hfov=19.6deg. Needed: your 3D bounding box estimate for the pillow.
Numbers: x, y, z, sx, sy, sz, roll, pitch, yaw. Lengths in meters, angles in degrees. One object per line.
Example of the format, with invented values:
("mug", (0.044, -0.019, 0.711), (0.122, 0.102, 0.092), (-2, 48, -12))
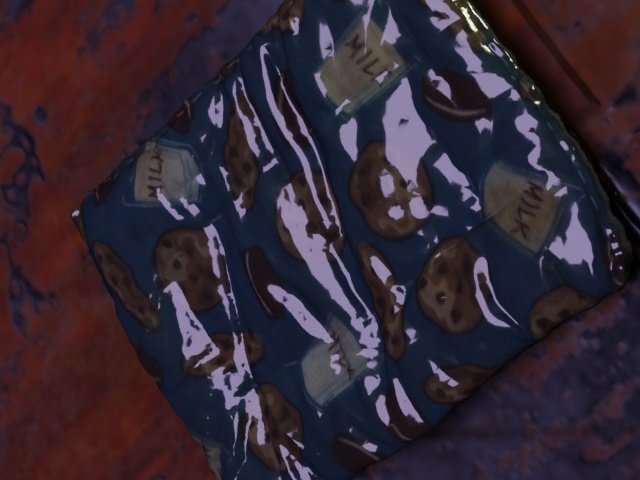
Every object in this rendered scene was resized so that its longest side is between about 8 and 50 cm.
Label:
("pillow", (0.002, 0.001, 0.808), (0.255, 0.034, 0.189), (-40, 76, 35))
